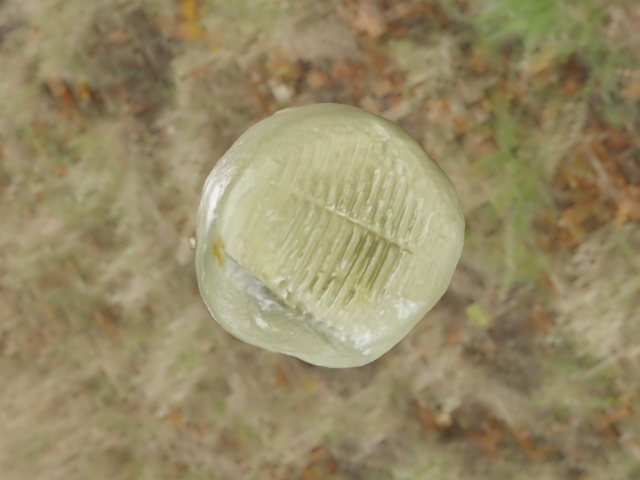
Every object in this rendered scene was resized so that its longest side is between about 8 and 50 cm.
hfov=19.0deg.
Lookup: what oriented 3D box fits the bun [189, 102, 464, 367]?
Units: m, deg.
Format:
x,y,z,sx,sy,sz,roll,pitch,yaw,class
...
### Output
x,y,z,sx,sy,sz,roll,pitch,yaw,class
0.000,0.000,1.615,0.229,0.229,0.145,61,167,-1,bun
